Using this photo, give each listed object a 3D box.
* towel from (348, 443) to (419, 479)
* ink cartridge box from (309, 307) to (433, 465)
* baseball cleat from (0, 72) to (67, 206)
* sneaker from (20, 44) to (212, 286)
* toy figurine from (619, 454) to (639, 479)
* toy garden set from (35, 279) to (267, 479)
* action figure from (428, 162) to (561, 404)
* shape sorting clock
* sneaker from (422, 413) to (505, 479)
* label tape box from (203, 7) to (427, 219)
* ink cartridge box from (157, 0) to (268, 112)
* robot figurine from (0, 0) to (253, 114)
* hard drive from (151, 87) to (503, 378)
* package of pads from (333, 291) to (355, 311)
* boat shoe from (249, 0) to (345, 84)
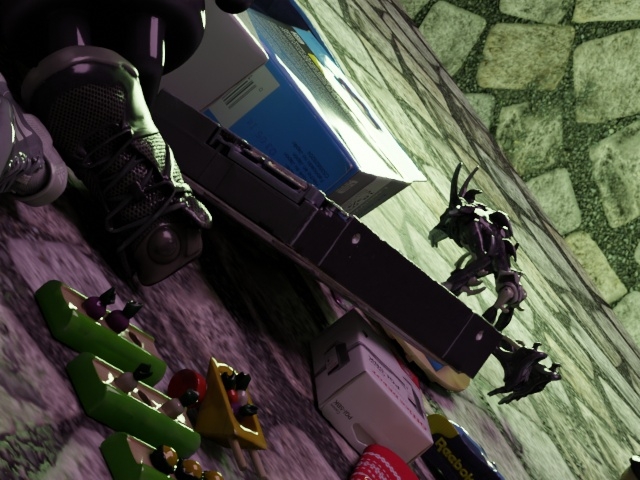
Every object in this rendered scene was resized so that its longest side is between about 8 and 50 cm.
[{"bbox_3d":[0.086,0.269,1.563,0.199,0.031,0.275,50,12,-2],"label":"towel"},{"bbox_3d":[0.044,0.134,1.746,0.099,0.056,0.135,48,12,-19],"label":"ink cartridge box"},{"bbox_3d":[-0.210,-0.056,1.325,0.109,0.072,0.206,46,13,-24],"label":"baseball cleat"},{"bbox_3d":[-0.143,-0.052,1.465,0.130,0.087,0.227,56,-5,30],"label":"sneaker"},{"bbox_3d":[0.366,0.353,2.075,0.209,0.148,0.213,41,15,-41],"label":"toy figurine"},{"bbox_3d":[-0.072,0.141,1.299,0.204,0.049,0.244,37,18,-50],"label":"toy garden set"},{"bbox_3d":[0.180,0.054,2.325,0.164,0.141,0.276,17,51,-67],"label":"action figure"},{"bbox_3d":[0.097,0.079,2.159,0.206,0.040,0.206,51,13,-16],"label":"shape sorting clock"},{"bbox_3d":[0.147,0.226,1.870,0.144,0.053,0.059,57,11,22],"label":"sneaker"},{"bbox_3d":[-0.025,-0.130,2.171,0.241,0.106,0.333,53,11,10],"label":"label tape box"},{"bbox_3d":[-0.191,-0.284,1.939,0.223,0.129,0.307,47,11,-36],"label":"ink cartridge box"},{"bbox_3d":[-0.181,-0.237,1.637,0.209,0.173,0.278,24,53,-45],"label":"robot figurine"},{"bbox_3d":[0.000,0.000,1.804,0.237,0.064,0.339,34,-3,39],"label":"hard drive"},{"bbox_3d":[0.032,0.031,2.035,0.032,0.050,0.083,44,14,-32],"label":"package of pads"},{"bbox_3d":[-0.070,-0.277,2.527,0.258,0.089,0.109,50,-3,19],"label":"boat shoe"}]
